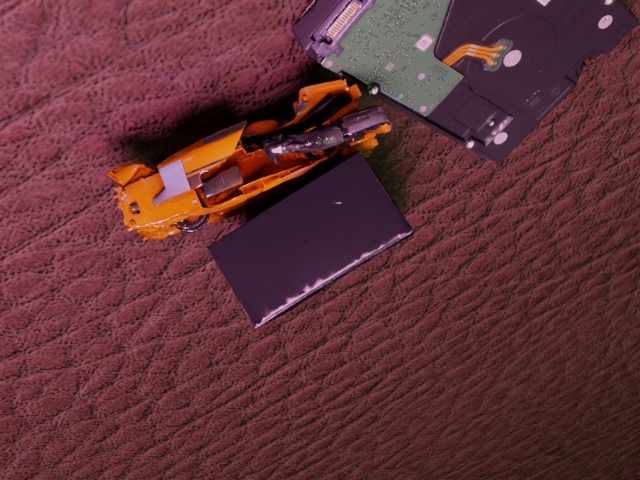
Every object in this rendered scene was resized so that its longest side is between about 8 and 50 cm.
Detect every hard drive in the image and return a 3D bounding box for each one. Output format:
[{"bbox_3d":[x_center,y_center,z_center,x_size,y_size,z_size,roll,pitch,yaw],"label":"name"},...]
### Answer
[{"bbox_3d":[0.163,-0.231,1.067,0.339,0.064,0.237,19,122,-43],"label":"hard drive"}]

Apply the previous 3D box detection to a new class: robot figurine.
[{"bbox_3d":[-0.066,-0.084,1.032,0.291,0.085,0.211,-24,178,-6],"label":"robot figurine"}]

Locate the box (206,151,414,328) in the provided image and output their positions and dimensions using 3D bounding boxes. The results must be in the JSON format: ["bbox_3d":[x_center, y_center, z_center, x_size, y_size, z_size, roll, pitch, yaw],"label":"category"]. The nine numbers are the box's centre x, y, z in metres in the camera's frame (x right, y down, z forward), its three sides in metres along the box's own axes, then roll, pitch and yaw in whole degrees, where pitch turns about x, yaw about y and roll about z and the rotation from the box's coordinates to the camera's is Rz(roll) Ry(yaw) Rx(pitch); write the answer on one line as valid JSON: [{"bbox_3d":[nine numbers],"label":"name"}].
[{"bbox_3d":[0.000,0.000,1.093,0.184,0.103,0.261,-34,177,4],"label":"box"}]
